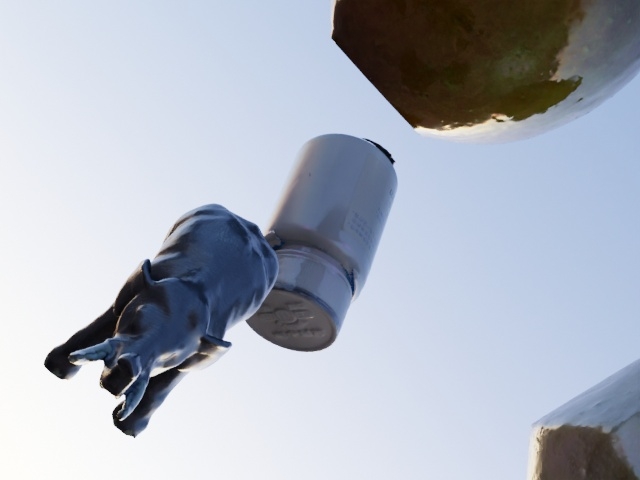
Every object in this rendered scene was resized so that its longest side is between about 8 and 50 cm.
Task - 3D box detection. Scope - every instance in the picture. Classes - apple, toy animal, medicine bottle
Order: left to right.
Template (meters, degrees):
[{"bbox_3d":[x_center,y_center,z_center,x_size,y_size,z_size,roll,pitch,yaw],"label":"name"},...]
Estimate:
[{"bbox_3d":[-0.105,0.057,0.672,0.082,0.269,0.137,43,-66,-3],"label":"toy animal"},{"bbox_3d":[0.000,0.000,1.316,0.143,0.258,0.143,12,-40,11],"label":"medicine bottle"},{"bbox_3d":[0.159,-0.285,1.048,0.384,0.374,0.374,55,-25,11],"label":"apple"}]

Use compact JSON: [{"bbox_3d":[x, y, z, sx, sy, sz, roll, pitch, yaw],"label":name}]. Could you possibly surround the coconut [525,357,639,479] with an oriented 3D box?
[{"bbox_3d":[0.386,0.298,1.116,0.344,0.415,0.415,4,-57,22],"label":"coconut"}]
